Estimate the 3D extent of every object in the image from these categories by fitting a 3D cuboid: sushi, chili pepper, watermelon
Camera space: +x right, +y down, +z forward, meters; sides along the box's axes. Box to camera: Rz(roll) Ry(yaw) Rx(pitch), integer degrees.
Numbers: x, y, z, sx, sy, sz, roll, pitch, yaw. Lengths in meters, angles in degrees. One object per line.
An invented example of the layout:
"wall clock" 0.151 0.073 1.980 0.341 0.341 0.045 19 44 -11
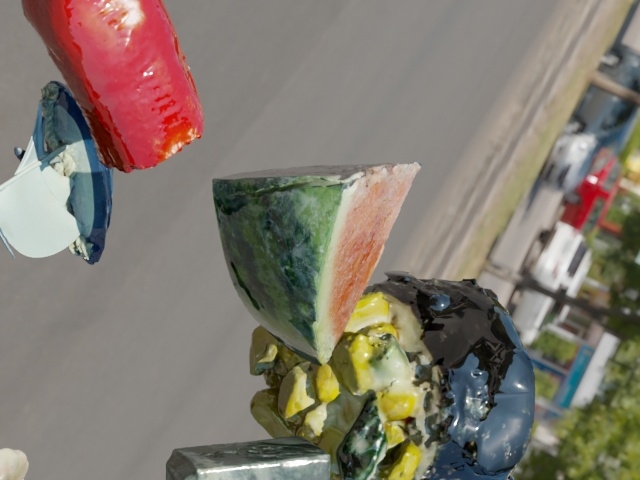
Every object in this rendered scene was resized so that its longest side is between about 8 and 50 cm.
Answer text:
"sushi" 0.085 0.209 1.626 0.285 0.329 0.327 1 95 -36
"chili pepper" -0.231 -0.239 1.255 0.131 0.135 0.338 -125 -169 -66
"watermelon" 0.000 0.000 1.345 0.310 0.193 0.231 68 28 -49

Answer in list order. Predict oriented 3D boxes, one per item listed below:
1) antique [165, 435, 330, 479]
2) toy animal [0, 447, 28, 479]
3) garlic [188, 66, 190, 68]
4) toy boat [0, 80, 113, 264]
"antique" -0.088 0.287 1.435 0.088 0.183 0.086 16 -74 62
"toy animal" -0.353 0.277 1.147 0.266 0.188 0.307 -10 127 -36
"garlic" -0.296 -0.239 2.109 0.101 0.196 0.087 19 52 -73
"toy boat" -0.305 -0.079 1.383 0.291 0.070 0.210 11 74 -75
